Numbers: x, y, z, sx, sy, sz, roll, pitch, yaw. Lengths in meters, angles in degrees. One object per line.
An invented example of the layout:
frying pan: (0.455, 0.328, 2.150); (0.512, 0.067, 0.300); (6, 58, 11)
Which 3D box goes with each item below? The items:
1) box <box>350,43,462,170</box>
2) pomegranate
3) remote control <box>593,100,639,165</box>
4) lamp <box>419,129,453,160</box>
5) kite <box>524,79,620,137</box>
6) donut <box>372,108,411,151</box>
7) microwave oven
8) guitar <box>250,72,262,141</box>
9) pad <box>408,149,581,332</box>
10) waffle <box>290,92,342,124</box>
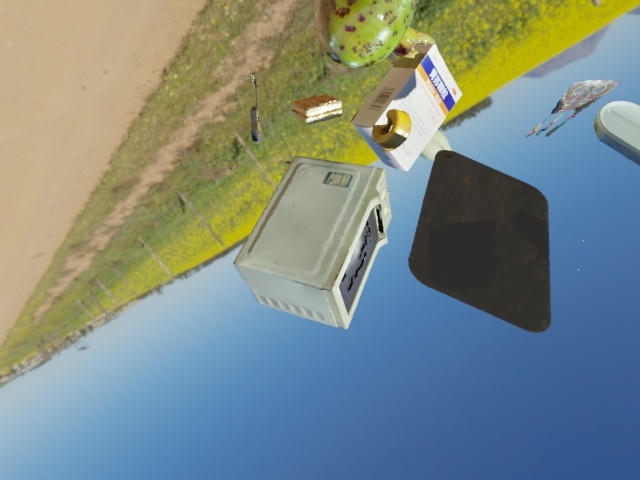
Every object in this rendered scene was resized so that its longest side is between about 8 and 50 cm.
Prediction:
box: (0.254, -0.383, 1.370); (0.299, 0.200, 0.106); (-53, -140, -5)
pomegranate: (0.104, -0.426, 0.915); (0.211, 0.263, 0.211); (-49, -154, 35)
remote control: (0.623, -0.171, 0.872); (0.104, 0.247, 0.052); (-35, 154, -17)
lamp: (0.336, -0.328, 1.528); (0.101, 0.250, 0.101); (-41, 163, -16)
kite: (0.703, -0.367, 1.356); (0.152, 0.015, 0.285); (-6, 163, -13)
donut: (0.173, -0.275, 1.170); (0.043, 0.097, 0.108); (16, 127, -40)
microwave oven: (0.000, 0.000, 1.174); (0.286, 0.219, 0.355); (11, -122, 23)
guitar: (-0.227, -0.458, 1.640); (0.025, 0.234, 0.088); (-2, -168, 5)
pad: (0.316, 0.008, 0.854); (0.063, 0.314, 0.376); (111, 4, -48)
waffle: (-0.011, -0.331, 1.186); (0.102, 0.043, 0.148); (-18, -153, -10)
